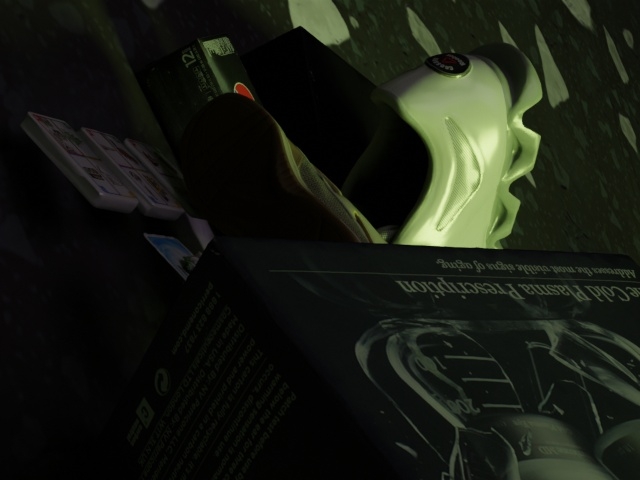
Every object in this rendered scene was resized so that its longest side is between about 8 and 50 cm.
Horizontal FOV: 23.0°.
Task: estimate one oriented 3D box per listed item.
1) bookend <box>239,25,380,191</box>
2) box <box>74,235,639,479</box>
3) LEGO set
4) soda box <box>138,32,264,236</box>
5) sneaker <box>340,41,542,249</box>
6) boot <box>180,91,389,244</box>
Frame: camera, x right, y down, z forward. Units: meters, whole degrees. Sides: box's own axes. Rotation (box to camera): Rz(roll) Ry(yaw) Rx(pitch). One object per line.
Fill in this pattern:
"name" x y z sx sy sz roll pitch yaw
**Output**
"bookend" 0.008 -0.066 1.283 0.157 0.072 0.156 31 42 -51
"box" 0.111 0.165 0.789 0.343 0.179 0.312 2 39 -45
"LEGO set" -0.080 0.025 1.004 0.244 0.060 0.182 45 11 16
"soda box" -0.065 -0.064 1.154 0.169 0.060 0.053 65 26 -2
"sneaker" 0.066 0.014 1.201 0.146 0.122 0.330 -13 119 -33
"boot" 0.000 0.000 1.074 0.165 0.077 0.213 37 10 -50
